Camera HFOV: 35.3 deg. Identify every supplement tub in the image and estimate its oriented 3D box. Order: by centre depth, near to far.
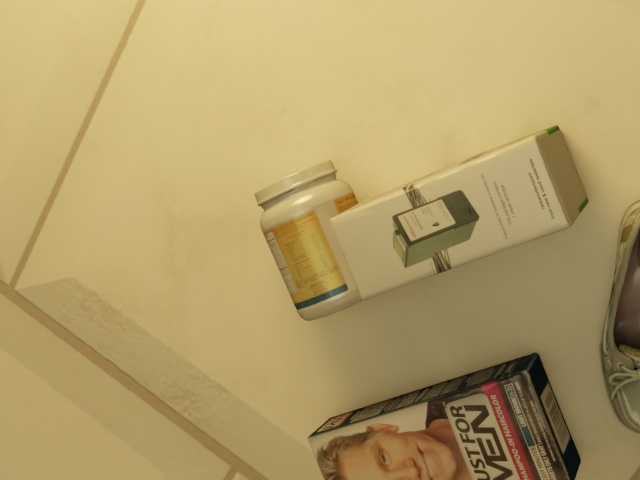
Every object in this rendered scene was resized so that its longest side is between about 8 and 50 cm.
[{"bbox_3d":[0.000,0.000,1.440,0.144,0.144,0.200,-23,90,23],"label":"supplement tub"}]

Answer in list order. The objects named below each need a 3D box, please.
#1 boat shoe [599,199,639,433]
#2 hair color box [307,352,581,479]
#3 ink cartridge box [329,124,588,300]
[{"bbox_3d":[0.427,0.107,1.316,0.118,0.103,0.320,6,101,20],"label":"boat shoe"},{"bbox_3d":[0.175,0.301,1.446,0.347,0.105,0.174,-22,90,23],"label":"hair color box"},{"bbox_3d":[0.186,-0.040,1.328,0.289,0.211,0.122,-21,93,24],"label":"ink cartridge box"}]
